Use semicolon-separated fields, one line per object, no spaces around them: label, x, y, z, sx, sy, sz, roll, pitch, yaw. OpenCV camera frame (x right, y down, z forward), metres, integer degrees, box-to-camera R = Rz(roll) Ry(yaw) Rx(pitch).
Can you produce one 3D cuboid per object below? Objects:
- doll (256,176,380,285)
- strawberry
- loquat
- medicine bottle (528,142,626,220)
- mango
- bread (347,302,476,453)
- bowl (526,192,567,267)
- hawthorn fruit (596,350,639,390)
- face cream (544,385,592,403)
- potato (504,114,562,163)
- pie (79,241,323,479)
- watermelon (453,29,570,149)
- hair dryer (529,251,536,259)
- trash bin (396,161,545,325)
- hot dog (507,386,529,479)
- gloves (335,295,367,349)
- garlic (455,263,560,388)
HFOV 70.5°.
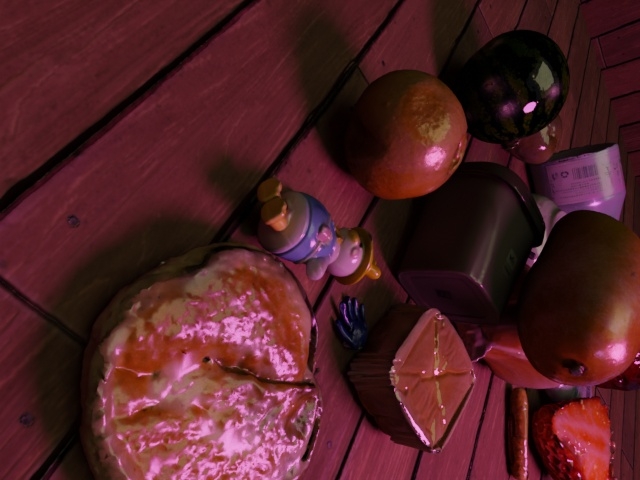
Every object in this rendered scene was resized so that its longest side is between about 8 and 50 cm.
doll;0.001;-0.001;0.657;0.241;0.135;0.099;25;94;-39
strawberry;0.647;0.548;1.196;0.280;0.150;0.254;6;74;-32
loquat;0.133;-0.170;0.748;0.213;0.213;0.213;10;76;-44
medicine bottle;0.798;-0.132;1.398;0.245;0.245;0.290;-24;103;-45
mango;0.466;0.087;0.806;0.221;0.198;0.384;101;14;-46
bread;0.157;0.225;0.769;0.210;0.109;0.192;-45;108;-41
bowl;0.559;0.013;1.189;0.307;0.163;0.307;6;82;-44
hawthorn fruit;0.980;0.352;1.490;0.295;0.295;0.311;64;23;-17
face cream;0.702;0.401;1.316;0.336;0.080;0.163;39;58;-34
potato;0.590;-0.328;1.282;0.178;0.160;0.235;47;39;-61
pie;-0.110;0.170;0.529;0.339;0.077;0.339;5;84;-45
watermelon;0.450;-0.359;1.076;0.269;0.269;0.269;10;76;-44
hair dryer;0.415;-0.038;1.047;0.195;0.075;0.219;-8;54;-53
trash bin;0.282;0.010;0.871;0.220;0.219;0.250;48;59;-28
hot dog;0.480;0.470;1.101;0.066;0.047;0.216;60;34;-74
gloves;0.050;0.133;0.732;0.064;0.026;0.086;8;77;-43
garlic;0.422;0.191;1.000;0.313;0.249;0.286;25;23;-34
